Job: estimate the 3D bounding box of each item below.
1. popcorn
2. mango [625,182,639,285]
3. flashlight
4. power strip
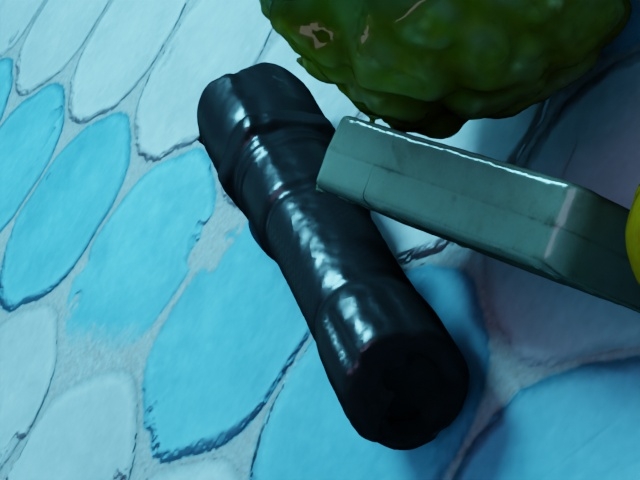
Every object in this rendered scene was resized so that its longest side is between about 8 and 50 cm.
[{"bbox_3d":[0.063,-0.198,1.064,0.247,0.282,0.282,-60,28,-2],"label":"popcorn"},{"bbox_3d":[0.233,-0.027,0.766,0.252,0.126,0.154,-27,51,55],"label":"mango"},{"bbox_3d":[0.000,0.000,1.151,0.103,0.103,0.424,-51,30,14],"label":"flashlight"},{"bbox_3d":[0.082,-0.023,1.001,0.288,0.093,0.053,24,92,54],"label":"power strip"}]
